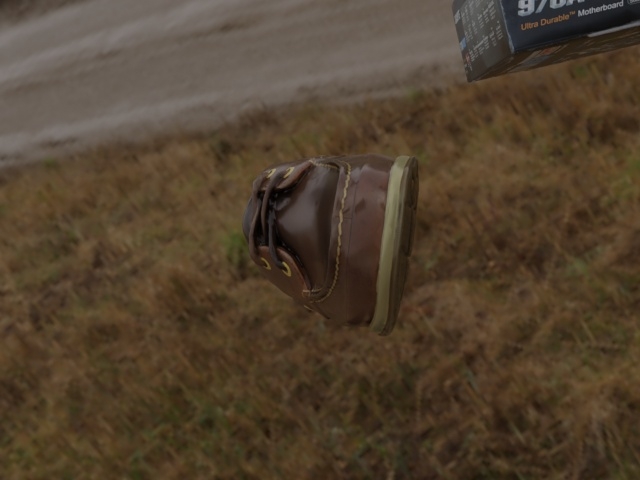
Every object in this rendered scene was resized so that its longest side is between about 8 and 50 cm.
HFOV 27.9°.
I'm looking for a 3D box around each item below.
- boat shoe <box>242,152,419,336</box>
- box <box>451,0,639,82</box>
[{"bbox_3d":[0.000,0.000,0.484,0.178,0.060,0.064,161,118,-85],"label":"boat shoe"},{"bbox_3d":[0.161,-0.126,0.635,0.175,0.051,0.220,-13,3,3],"label":"box"}]
